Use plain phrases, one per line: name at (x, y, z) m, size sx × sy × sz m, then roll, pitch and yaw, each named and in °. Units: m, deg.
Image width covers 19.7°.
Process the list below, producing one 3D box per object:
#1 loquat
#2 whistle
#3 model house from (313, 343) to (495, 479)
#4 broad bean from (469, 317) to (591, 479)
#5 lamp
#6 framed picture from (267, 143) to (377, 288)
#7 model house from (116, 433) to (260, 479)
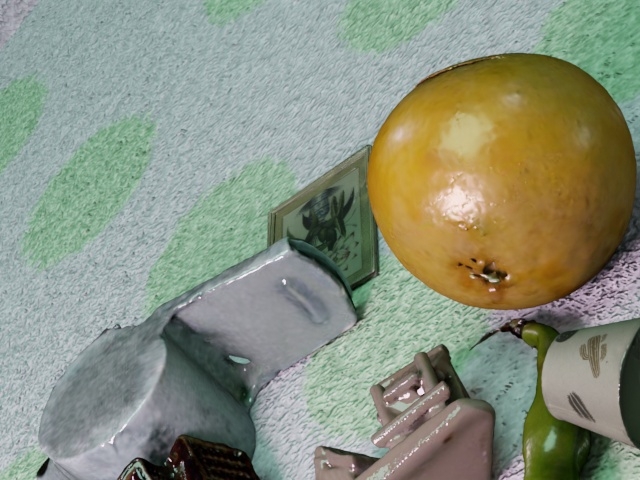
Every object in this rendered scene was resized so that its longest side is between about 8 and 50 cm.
loquat at (0.178, -0.062, 1.798) m, size 0.263 × 0.263 × 0.263 m, roll -33°, pitch 34°, yaw 26°
whistle at (-0.146, 0.159, 2.068) m, size 0.405 × 0.168 × 0.188 m, roll -48°, pitch 31°, yaw -7°
model house at (0.077, 0.199, 1.778) m, size 0.229 × 0.122 × 0.188 m, roll -43°, pitch 29°, yaw 16°
broad bean at (0.207, 0.171, 1.710) m, size 0.098 × 0.056 × 0.318 m, roll -45°, pitch 25°, yaw 20°
lamp at (0.302, 0.123, 1.579) m, size 0.214 × 0.121 × 0.121 m, roll 0°, pitch 55°, yaw 39°
framed picture at (0.000, 0.000, 2.203) m, size 0.173 × 0.010 × 0.231 m, roll -34°, pitch 34°, yaw 25°
model house at (-0.139, 0.275, 1.932) m, size 0.106 × 0.165 × 0.152 m, roll -36°, pitch 44°, yaw 55°
